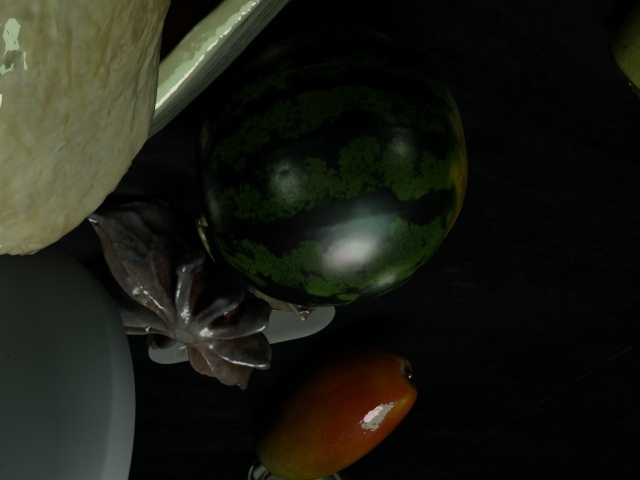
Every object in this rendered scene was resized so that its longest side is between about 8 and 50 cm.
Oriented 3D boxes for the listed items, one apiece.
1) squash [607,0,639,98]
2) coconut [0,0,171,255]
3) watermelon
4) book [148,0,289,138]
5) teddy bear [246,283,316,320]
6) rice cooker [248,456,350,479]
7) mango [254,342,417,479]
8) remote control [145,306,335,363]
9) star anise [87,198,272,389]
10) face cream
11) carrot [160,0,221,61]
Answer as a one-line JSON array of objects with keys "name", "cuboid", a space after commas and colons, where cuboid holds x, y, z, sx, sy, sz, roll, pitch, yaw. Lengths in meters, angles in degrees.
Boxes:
[{"name": "squash", "cuboid": [0.409, -0.255, 1.097, 0.132, 0.133, 0.247, -1, 140, -31]}, {"name": "coconut", "cuboid": [-0.252, -0.188, 0.543, 0.404, 0.405, 0.405, -17, 145, -12]}, {"name": "watermelon", "cuboid": [0.008, -0.065, 0.983, 0.268, 0.269, 0.269, -17, 145, -12]}, {"name": "book", "cuboid": [-0.085, -0.144, 0.849, 0.201, 0.026, 0.289, -42, -173, 17]}, {"name": "teddy bear", "cuboid": [0.000, 0.000, 1.185, 0.190, 0.140, 0.177, -32, 143, -5]}, {"name": "rice cooker", "cuboid": [-0.017, 0.401, 1.648, 0.145, 0.206, 0.127, -36, 161, 15]}, {"name": "mango", "cuboid": [0.012, 0.244, 1.495, 0.129, 0.146, 0.289, -1, 140, -50]}, {"name": "remote control", "cuboid": [-0.097, 0.108, 1.357, 0.244, 0.022, 0.077, -9, 144, -22]}, {"name": "star anise", "cuboid": [-0.147, 0.059, 1.148, 0.257, 0.111, 0.198, 32, 142, -11]}, {"name": "face cream", "cuboid": [-0.318, 0.128, 0.945, 0.312, 0.357, 0.219, -28, 146, 5]}, {"name": "carrot", "cuboid": [-0.091, -0.216, 0.869, 0.263, 0.102, 0.102, -38, 144, 17]}]
